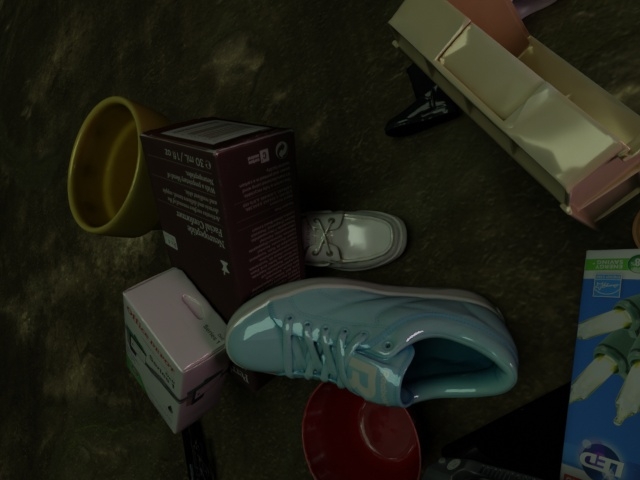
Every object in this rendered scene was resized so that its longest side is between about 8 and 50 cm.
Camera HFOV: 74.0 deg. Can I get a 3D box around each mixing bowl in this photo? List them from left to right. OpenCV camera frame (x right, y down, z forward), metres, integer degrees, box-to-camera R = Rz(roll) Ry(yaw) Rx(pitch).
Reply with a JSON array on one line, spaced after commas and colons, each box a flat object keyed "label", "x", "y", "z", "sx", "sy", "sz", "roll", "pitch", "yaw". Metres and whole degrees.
[{"label": "mixing bowl", "x": 0.074, "y": 0.272, "z": 0.598, "sx": 0.181, "sy": 0.098, "sz": 0.182, "roll": -5, "pitch": 82, "yaw": 35}]

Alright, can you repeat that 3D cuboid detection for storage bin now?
[{"label": "storage bin", "x": 0.233, "y": -0.151, "z": 0.445, "sx": 0.123, "sy": 0.260, "sz": 0.262, "roll": -47, "pitch": 60, "yaw": 26}]

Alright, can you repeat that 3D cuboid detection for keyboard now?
[{"label": "keyboard", "x": -0.237, "y": 0.459, "z": 0.846, "sx": 0.100, "sy": 0.038, "sz": 0.192, "roll": -39, "pitch": 62, "yaw": 51}]

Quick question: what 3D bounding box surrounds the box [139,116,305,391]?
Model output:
[{"label": "box", "x": -0.135, "y": 0.018, "z": 0.658, "sx": 0.191, "sy": 0.143, "sz": 0.382, "roll": 19, "pitch": 126, "yaw": 38}]

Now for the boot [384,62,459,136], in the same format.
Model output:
[{"label": "boot", "x": 0.149, "y": -0.220, "z": 0.644, "sx": 0.121, "sy": 0.045, "sz": 0.099, "roll": -14, "pitch": 78, "yaw": 26}]

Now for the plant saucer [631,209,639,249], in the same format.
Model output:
[{"label": "plant saucer", "x": 0.390, "y": -0.012, "z": 0.462, "sx": 0.083, "sy": 0.013, "sz": 0.084, "roll": -6, "pitch": 80, "yaw": 35}]

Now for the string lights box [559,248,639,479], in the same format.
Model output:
[{"label": "string lights box", "x": 0.317, "y": 0.140, "z": 0.392, "sx": 0.133, "sy": 0.076, "sz": 0.260, "roll": -6, "pitch": 61, "yaw": 53}]

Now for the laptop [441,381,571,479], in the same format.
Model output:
[{"label": "laptop", "x": 0.394, "y": 0.353, "z": 0.408, "sx": 0.382, "sy": 0.236, "sz": 0.408, "roll": -41, "pitch": 34, "yaw": 24}]

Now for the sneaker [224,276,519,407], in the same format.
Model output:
[{"label": "sneaker", "x": 0.049, "y": 0.126, "z": 0.509, "sx": 0.365, "sy": 0.150, "sz": 0.135, "roll": -6, "pitch": 105, "yaw": 7}]

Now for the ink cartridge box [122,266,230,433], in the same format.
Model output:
[{"label": "ink cartridge box", "x": -0.227, "y": 0.175, "z": 0.666, "sx": 0.160, "sy": 0.092, "sz": 0.219, "roll": 43, "pitch": 137, "yaw": 21}]

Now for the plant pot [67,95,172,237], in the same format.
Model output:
[{"label": "plant pot", "x": -0.325, "y": -0.124, "z": 0.852, "sx": 0.254, "sy": 0.239, "sz": 0.254, "roll": -5, "pitch": 81, "yaw": 36}]

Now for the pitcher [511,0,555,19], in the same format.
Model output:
[{"label": "pitcher", "x": 0.260, "y": -0.397, "z": 0.555, "sx": 0.177, "sy": 0.125, "sz": 0.207, "roll": -20, "pitch": 82, "yaw": 11}]

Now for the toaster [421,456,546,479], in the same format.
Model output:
[{"label": "toaster", "x": 0.179, "y": 0.295, "z": 0.358, "sx": 0.227, "sy": 0.129, "sz": 0.146, "roll": -19, "pitch": 103, "yaw": 52}]

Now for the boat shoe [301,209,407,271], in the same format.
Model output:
[{"label": "boat shoe", "x": 0.000, "y": 0.000, "z": 0.689, "sx": 0.277, "sy": 0.096, "sz": 0.098, "roll": -4, "pitch": 82, "yaw": 36}]
